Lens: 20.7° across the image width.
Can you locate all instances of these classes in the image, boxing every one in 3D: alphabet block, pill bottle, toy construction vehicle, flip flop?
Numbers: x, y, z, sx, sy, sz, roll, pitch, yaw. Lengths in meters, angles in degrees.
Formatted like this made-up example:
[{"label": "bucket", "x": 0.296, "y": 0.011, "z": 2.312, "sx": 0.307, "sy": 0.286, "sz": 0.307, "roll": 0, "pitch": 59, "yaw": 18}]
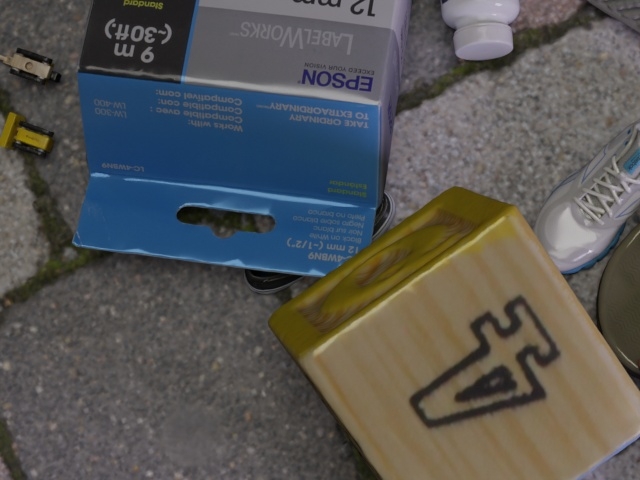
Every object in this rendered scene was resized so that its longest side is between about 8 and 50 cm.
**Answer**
[{"label": "alphabet block", "x": 0.100, "y": 0.095, "z": 1.319, "sx": 0.193, "sy": 0.192, "sz": 0.197, "roll": -36, "pitch": 100, "yaw": -5}, {"label": "pill bottle", "x": 0.133, "y": -0.216, "z": 1.477, "sx": 0.067, "sy": 0.067, "sz": 0.120, "roll": -5, "pitch": 77, "yaw": 4}, {"label": "toy construction vehicle", "x": -0.265, "y": -0.122, "z": 1.510, "sx": 0.098, "sy": 0.035, "sz": 0.085, "roll": 18, "pitch": 90, "yaw": 11}, {"label": "flip flop", "x": 0.325, "y": -0.009, "z": 1.406, "sx": 0.112, "sy": 0.080, "sz": 0.277, "roll": 43, "pitch": 88, "yaw": 12}]

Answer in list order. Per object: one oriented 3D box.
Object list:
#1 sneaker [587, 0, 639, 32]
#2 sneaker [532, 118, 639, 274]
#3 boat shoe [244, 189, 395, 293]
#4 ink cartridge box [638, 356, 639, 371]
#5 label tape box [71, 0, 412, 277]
[{"label": "sneaker", "x": 0.307, "y": -0.254, "z": 1.458, "sx": 0.366, "sy": 0.135, "sz": 0.150, "roll": 44, "pitch": 61, "yaw": 13}, {"label": "sneaker", "x": 0.243, "y": -0.053, "z": 1.425, "sx": 0.071, "sy": 0.083, "sz": 0.190, "roll": 42, "pitch": 85, "yaw": 10}, {"label": "boat shoe", "x": 0.000, "y": 0.000, "z": 1.453, "sx": 0.142, "sy": 0.040, "sz": 0.049, "roll": -32, "pitch": 77, "yaw": -3}, {"label": "ink cartridge box", "x": 0.340, "y": 0.162, "z": 1.383, "sx": 0.145, "sy": 0.045, "sz": 0.179, "roll": -13, "pitch": 106, "yaw": 1}, {"label": "label tape box", "x": -0.059, "y": -0.157, "z": 1.435, "sx": 0.249, "sy": 0.115, "sz": 0.347, "roll": 7, "pitch": 68, "yaw": 6}]
